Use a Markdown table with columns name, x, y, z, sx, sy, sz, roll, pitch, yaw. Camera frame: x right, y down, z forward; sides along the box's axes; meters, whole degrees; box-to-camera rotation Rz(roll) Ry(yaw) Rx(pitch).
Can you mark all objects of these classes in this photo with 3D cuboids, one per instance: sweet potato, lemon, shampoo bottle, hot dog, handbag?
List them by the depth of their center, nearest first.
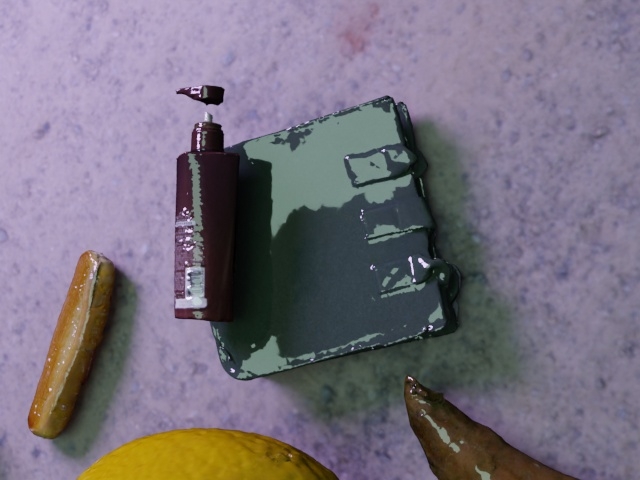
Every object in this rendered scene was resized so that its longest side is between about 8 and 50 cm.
| name | x | y | z | sx | sy | sz | roll | pitch | yaw |
| --- | --- | --- | --- | --- | --- | --- | --- | --- | --- |
| sweet potato | 0.236 | 0.275 | 1.196 | 0.423 | 0.130 | 0.130 | 36 | 98 | 25 |
| lemon | -0.109 | 0.332 | 1.223 | 0.336 | 0.336 | 0.336 | -2 | 84 | 20 |
| shampoo bottle | -0.115 | -0.037 | 1.300 | 0.068 | 0.067 | 0.236 | 2 | 84 | -2 |
| handbag | 0.000 | 0.000 | 1.331 | 0.260 | 0.079 | 0.247 | -16 | 80 | 18 |
| hot dog | -0.268 | 0.117 | 1.434 | 0.066 | 0.047 | 0.215 | 17 | 90 | 58 |
